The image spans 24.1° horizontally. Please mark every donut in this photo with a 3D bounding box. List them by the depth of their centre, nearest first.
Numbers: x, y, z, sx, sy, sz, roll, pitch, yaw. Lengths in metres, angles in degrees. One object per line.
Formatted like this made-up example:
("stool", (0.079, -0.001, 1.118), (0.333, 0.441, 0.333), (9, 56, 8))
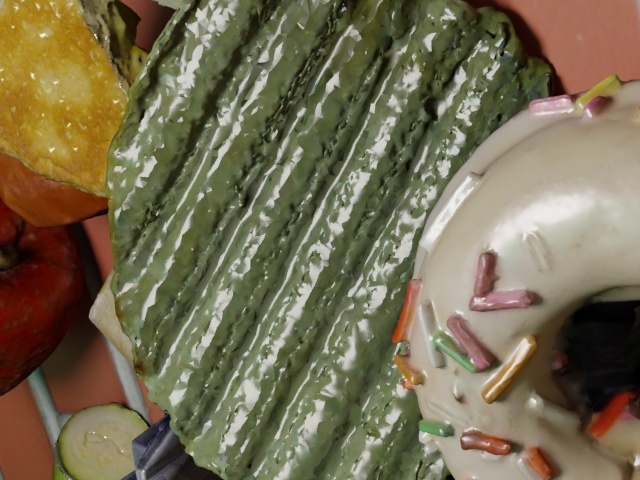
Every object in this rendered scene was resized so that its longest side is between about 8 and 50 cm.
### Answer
("donut", (0.222, 0.078, 0.989), (0.382, 0.142, 0.383), (9, 115, 21))

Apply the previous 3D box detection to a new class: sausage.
("sausage", (-0.232, -0.093, 1.484), (0.268, 0.153, 0.141), (-10, 97, 49))

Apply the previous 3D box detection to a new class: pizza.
("pizza", (-0.198, -0.168, 1.265), (0.280, 0.075, 0.288), (24, 129, 27))

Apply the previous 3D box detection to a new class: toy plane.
("toy plane", (-0.158, 0.221, 1.493), (0.088, 0.267, 0.212), (15, 122, 37))

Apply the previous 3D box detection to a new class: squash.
("squash", (-0.261, 0.294, 1.777), (0.123, 0.123, 0.187), (42, 141, 25))

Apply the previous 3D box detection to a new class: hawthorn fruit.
("hawthorn fruit", (-0.388, 0.052, 1.684), (0.262, 0.258, 0.258), (-28, 89, 22))

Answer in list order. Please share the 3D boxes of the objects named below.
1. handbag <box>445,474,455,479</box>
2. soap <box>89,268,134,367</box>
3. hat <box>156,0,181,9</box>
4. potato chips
("handbag", (0.043, 0.227, 1.392), (0.332, 0.075, 0.191), (47, 127, 23))
("soap", (-0.028, 0.065, 1.307), (0.281, 0.143, 0.259), (41, 103, 27))
("hat", (-0.077, -0.317, 1.197), (0.257, 0.130, 0.257), (25, 126, 40))
("potato chips", (0.000, 0.000, 1.149), (0.358, 0.070, 0.429), (26, 101, 3))
